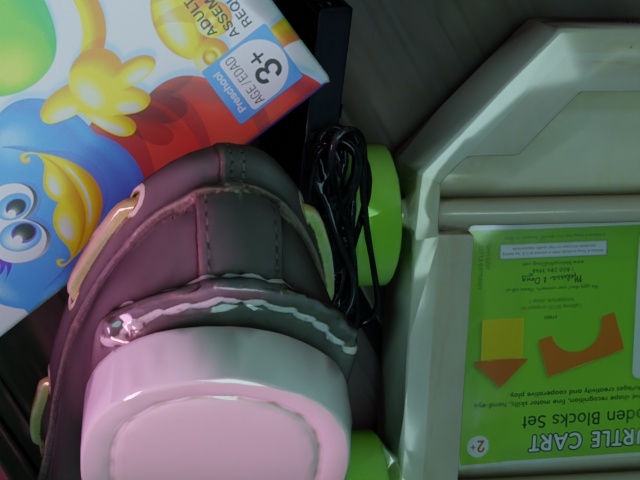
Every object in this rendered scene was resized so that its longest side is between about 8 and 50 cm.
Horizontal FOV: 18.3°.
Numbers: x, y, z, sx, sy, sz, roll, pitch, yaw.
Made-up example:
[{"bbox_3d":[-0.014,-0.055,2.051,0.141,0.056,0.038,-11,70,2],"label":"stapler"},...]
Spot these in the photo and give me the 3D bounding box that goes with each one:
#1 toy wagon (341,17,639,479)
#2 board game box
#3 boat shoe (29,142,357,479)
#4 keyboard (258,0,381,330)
[{"bbox_3d":[0.130,0.081,0.828,0.267,0.068,0.344,-1,104,-13],"label":"toy wagon"},{"bbox_3d":[-0.159,-0.035,0.688,0.275,0.142,0.144,-38,109,-3],"label":"board game box"},{"bbox_3d":[-0.049,0.077,0.700,0.109,0.305,0.091,4,61,-10],"label":"boat shoe"},{"bbox_3d":[0.000,0.000,0.746,0.038,0.100,0.192,0,113,-15],"label":"keyboard"}]
